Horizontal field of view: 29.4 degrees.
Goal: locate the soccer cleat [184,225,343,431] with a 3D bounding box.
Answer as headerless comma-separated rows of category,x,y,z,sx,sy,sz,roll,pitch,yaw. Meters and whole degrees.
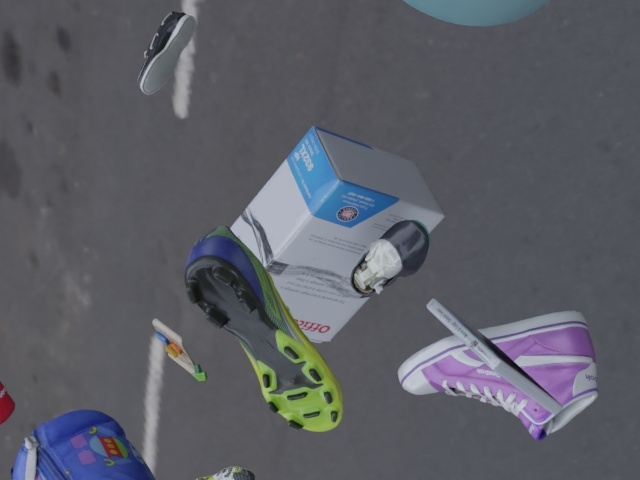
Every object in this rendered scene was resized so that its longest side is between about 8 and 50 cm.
soccer cleat,-0.053,0.104,1.431,0.093,0.121,0.289,-24,117,23

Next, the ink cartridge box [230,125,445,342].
ink cartridge box,0.000,0.000,1.863,0.307,0.223,0.129,-49,46,27

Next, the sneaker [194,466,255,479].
sneaker,-0.120,0.302,1.528,0.083,0.035,0.031,-12,75,13

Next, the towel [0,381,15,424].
towel,-0.535,0.185,1.600,0.031,0.199,0.275,9,133,46

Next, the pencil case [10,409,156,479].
pencil case,-0.201,0.274,1.170,0.119,0.133,0.306,-53,38,1

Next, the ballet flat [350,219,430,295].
ballet flat,0.089,0.032,1.684,0.074,0.074,0.203,66,157,10

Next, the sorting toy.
sorting toy,-0.158,0.128,1.381,0.083,0.012,0.062,31,150,40

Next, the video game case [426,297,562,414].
video game case,0.213,0.143,1.496,0.019,0.157,0.143,-50,42,4

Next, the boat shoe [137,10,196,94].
boat shoe,-0.213,-0.253,1.635,0.038,0.046,0.125,23,79,28

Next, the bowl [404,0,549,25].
bowl,0.161,-0.345,1.262,0.311,0.311,0.163,59,158,18

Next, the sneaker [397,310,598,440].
sneaker,0.245,0.207,1.700,0.282,0.102,0.161,-18,64,22
